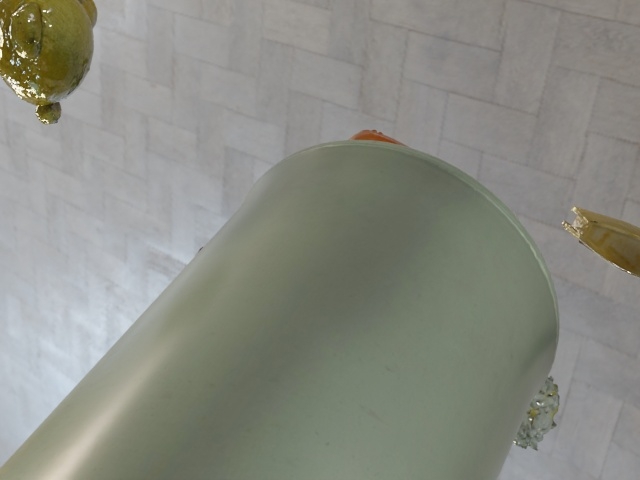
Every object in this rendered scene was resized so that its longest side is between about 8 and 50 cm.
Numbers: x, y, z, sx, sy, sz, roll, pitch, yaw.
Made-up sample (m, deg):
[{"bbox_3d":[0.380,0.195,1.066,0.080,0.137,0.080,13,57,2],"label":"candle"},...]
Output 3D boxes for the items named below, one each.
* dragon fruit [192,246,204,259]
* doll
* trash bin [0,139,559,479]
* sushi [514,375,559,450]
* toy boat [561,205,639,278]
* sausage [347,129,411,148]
[{"bbox_3d":[-0.204,0.066,1.653,0.142,0.130,0.121,40,146,55],"label":"dragon fruit"},{"bbox_3d":[-0.237,-0.210,0.690,0.137,0.097,0.210,92,174,-64],"label":"doll"},{"bbox_3d":[-0.011,0.122,0.554,0.280,0.432,0.281,14,126,20],"label":"trash bin"},{"bbox_3d":[0.278,0.248,1.378,0.184,0.274,0.140,15,75,51],"label":"sushi"},{"bbox_3d":[0.441,0.013,1.159,0.206,0.072,0.065,28,106,2],"label":"toy boat"},{"bbox_3d":[0.153,-0.112,1.649,0.268,0.153,0.141,33,155,12],"label":"sausage"}]
